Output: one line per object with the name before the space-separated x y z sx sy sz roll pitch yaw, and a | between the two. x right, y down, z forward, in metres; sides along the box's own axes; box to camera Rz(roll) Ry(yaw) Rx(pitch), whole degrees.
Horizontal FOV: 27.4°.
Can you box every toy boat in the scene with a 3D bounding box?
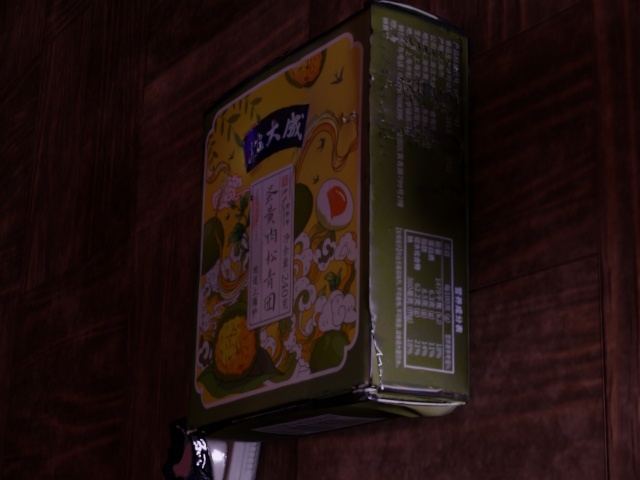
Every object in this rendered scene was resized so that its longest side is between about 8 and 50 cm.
toy boat | -0.156 0.317 1.593 0.141 0.141 0.269 5 70 59

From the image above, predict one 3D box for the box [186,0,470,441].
box | 0.000 0.000 1.433 0.373 0.138 0.420 -23 60 55
